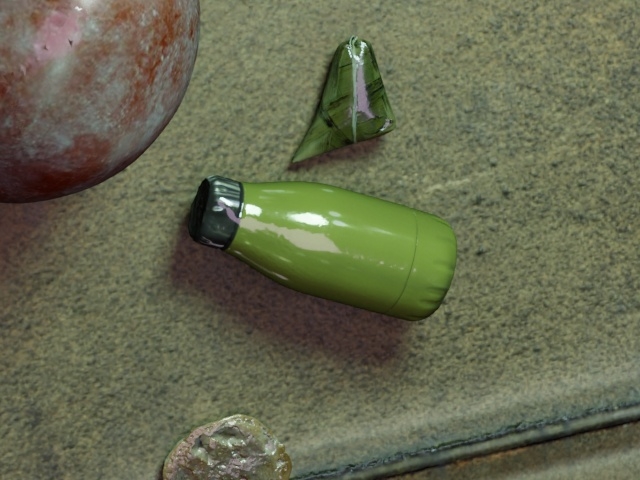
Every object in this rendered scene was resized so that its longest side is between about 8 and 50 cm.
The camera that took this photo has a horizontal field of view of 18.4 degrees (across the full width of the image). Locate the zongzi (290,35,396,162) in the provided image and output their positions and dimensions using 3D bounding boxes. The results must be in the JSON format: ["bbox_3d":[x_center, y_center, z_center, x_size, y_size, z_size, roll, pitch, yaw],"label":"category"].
[{"bbox_3d":[0.009,-0.141,1.968,0.113,0.052,0.104,-18,99,1],"label":"zongzi"}]

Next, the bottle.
[{"bbox_3d":[0.000,0.000,1.957,0.260,0.112,0.112,15,97,-19],"label":"bottle"}]

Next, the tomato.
[{"bbox_3d":[-0.259,-0.193,1.735,0.317,0.316,0.282,-54,143,0],"label":"tomato"}]

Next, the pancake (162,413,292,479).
[{"bbox_3d":[-0.097,0.243,2.027,0.139,0.022,0.139,-4,103,-16],"label":"pancake"}]
